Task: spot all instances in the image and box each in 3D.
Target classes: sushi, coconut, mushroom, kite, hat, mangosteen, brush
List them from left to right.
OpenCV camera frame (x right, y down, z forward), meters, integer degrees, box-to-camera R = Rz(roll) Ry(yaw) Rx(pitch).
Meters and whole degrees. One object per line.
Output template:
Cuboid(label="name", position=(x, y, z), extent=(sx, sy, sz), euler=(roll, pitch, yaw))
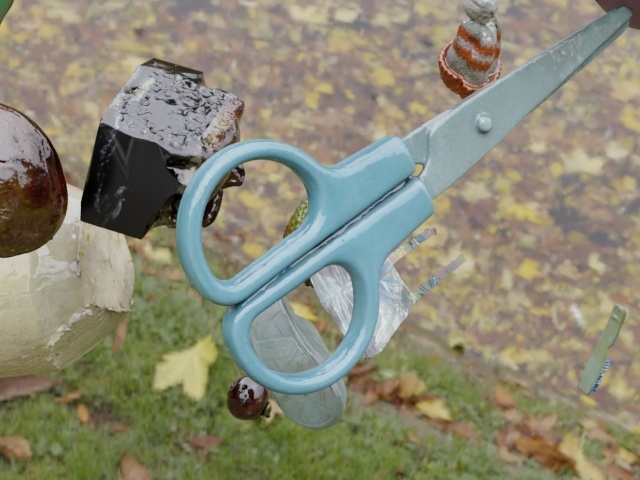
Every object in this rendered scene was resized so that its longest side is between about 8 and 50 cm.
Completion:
Cuboid(label="mushroom", position=(-0.452, -0.080, 1.569), extent=(0.231, 0.194, 0.138), euler=(34, 38, -1))
Cuboid(label="coconut", position=(-0.522, 0.068, 2.018), extent=(0.360, 0.346, 0.346), euler=(-7, 43, 13))
Cuboid(label="sushi", position=(-0.219, -0.133, 1.768), extent=(0.212, 0.215, 0.227), euler=(15, 19, 3))
Cuboid(label="mangosteen", position=(-0.120, 0.267, 1.989), extent=(0.081, 0.081, 0.081), euler=(7, 44, -7))
Cuboid(label="kite", position=(0.088, 0.039, 1.448), extent=(0.310, 0.015, 0.169), euler=(-18, 77, -51))
Cuboid(label="hat", position=(0.224, -0.287, 1.662), extent=(0.093, 0.162, 0.112), euler=(13, 50, -1))
Cuboid(label="brush", position=(0.486, 0.188, 1.999), extent=(0.030, 0.178, 0.033), euler=(5, 29, -23))

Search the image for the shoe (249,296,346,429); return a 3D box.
Cuboid(label="shoe", position=(-0.041, 0.174, 1.795), extent=(0.103, 0.100, 0.251), euler=(-34, 77, 11))

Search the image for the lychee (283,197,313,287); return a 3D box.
Cuboid(label="lychee", position=(0.000, 0.000, 1.710), extent=(0.114, 0.146, 0.114), euler=(12, 9, -2))

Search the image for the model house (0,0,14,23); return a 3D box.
Cuboid(label="model house", position=(-0.441, -0.180, 0.806), extent=(0.342, 0.334, 0.382), euler=(-3, 65, 40))

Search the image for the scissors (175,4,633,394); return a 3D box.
Cuboid(label="scissors", position=(0.091, -0.068, 0.889), extent=(0.447, 0.193, 0.029), euler=(-37, 24, -23))

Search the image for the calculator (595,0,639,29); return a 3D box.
Cuboid(label="calculator", position=(0.302, -0.241, 0.922), extent=(0.194, 0.294, 0.043), euler=(40, 63, -29))
